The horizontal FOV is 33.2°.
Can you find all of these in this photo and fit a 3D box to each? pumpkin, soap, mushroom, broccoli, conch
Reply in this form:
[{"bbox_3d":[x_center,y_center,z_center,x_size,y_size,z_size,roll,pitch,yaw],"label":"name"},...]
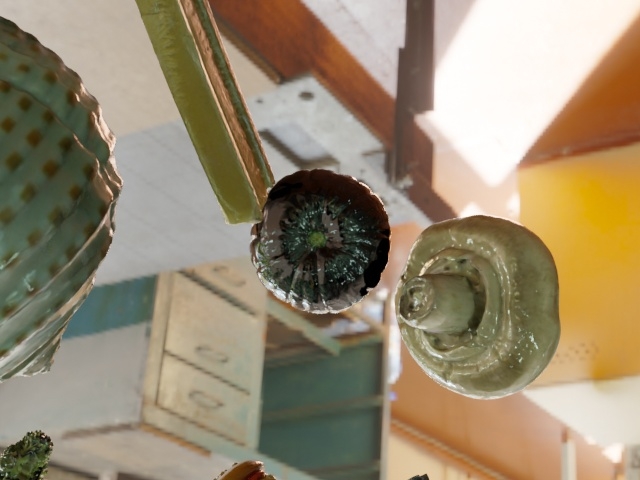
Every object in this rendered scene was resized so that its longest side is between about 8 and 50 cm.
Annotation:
[{"bbox_3d":[0.000,0.000,1.464,0.202,0.202,0.140,2,177,6],"label":"pumpkin"},{"bbox_3d":[-0.095,-0.137,0.845,0.037,0.092,0.252,-15,112,11],"label":"soap"},{"bbox_3d":[0.205,0.085,1.480,0.260,0.254,0.234,40,-162,32],"label":"mushroom"},{"bbox_3d":[-0.432,0.326,1.549,0.097,0.095,0.092,-15,160,-5],"label":"broccoli"},{"bbox_3d":[-0.265,-0.051,0.836,0.215,0.303,0.319,1,115,13],"label":"conch"}]

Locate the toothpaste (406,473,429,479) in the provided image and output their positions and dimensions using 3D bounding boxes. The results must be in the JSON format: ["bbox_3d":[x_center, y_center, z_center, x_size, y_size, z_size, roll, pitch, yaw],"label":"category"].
[{"bbox_3d":[-0.011,0.326,1.110,0.282,0.068,0.099,-20,150,-4],"label":"toothpaste"}]

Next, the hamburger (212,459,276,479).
[{"bbox_3d":[-0.097,0.341,1.274,0.115,0.162,0.162,37,161,16],"label":"hamburger"}]
